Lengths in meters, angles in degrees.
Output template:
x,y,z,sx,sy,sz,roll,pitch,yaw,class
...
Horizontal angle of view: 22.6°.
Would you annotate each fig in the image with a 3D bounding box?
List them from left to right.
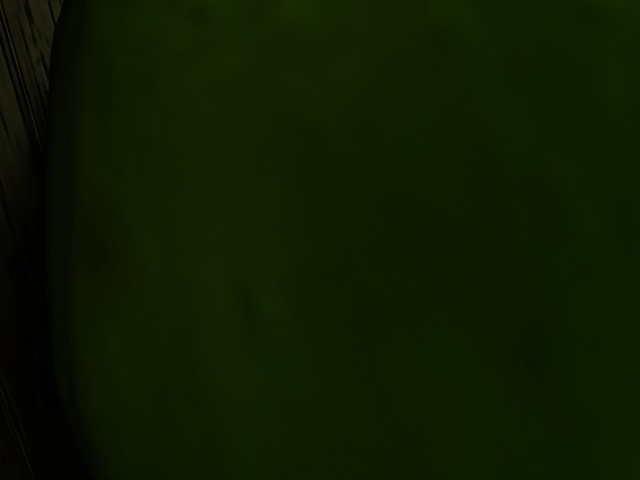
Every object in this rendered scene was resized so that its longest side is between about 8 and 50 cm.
x,y,z,sx,sy,sz,roll,pitch,yaw,class
0.073,-0.020,0.443,0.343,0.343,0.343,2,90,-81,fig
